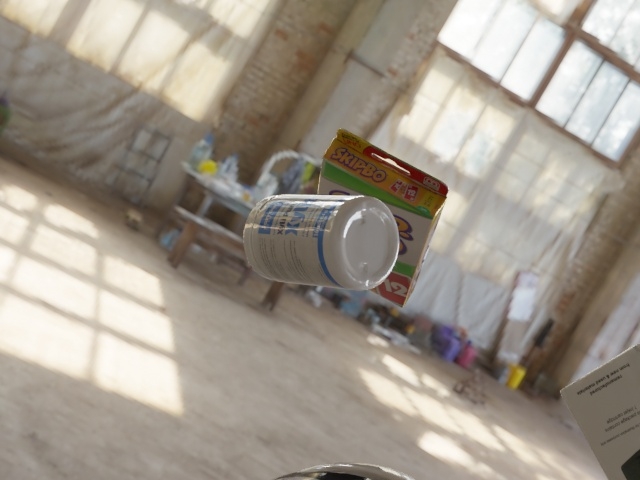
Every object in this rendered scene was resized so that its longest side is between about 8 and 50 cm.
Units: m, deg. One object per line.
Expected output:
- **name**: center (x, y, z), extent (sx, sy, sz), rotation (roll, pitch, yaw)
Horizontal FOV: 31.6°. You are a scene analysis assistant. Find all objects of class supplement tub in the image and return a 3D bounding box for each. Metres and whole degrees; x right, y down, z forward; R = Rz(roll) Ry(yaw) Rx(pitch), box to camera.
- **supplement tub**: center (0.000, 0.000, 0.853), extent (0.071, 0.071, 0.107), rotation (26, -15, -40)

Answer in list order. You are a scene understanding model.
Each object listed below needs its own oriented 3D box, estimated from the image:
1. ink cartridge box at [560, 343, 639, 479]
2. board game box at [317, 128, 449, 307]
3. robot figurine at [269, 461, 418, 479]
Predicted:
- **ink cartridge box**: center (0.433, 0.255, 1.278), extent (0.211, 0.121, 0.289), rotation (-7, 64, -47)
- **board game box**: center (0.055, -0.017, 1.171), extent (0.124, 0.039, 0.259), rotation (29, -26, 9)
- **robot figurine**: center (-0.019, 0.202, 0.529), extent (0.209, 0.174, 0.278), rotation (1, 5, 28)
